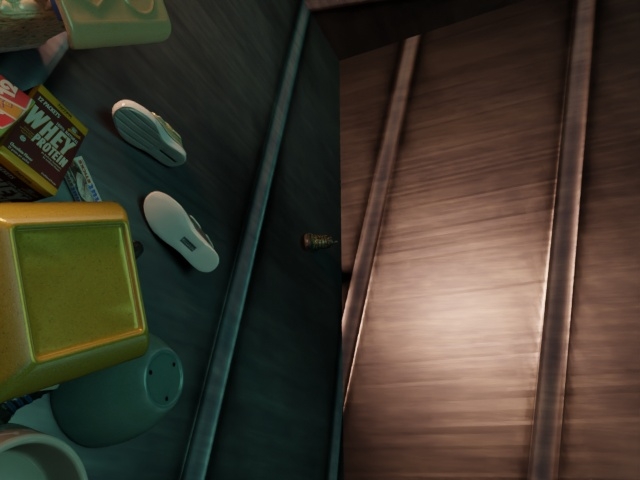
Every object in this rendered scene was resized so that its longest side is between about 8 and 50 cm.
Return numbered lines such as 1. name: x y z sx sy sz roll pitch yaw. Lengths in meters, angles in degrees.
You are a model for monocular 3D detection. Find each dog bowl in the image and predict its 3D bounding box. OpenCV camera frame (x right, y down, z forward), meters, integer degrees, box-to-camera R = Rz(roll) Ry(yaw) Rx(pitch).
1. dog bowl: -0.575 0.515 0.945 0.348 0.102 0.349 -11 90 -67

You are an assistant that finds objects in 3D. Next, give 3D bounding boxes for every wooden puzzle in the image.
1. wooden puzzle: -0.461 -0.570 1.041 0.322 0.080 0.348 -50 131 -60

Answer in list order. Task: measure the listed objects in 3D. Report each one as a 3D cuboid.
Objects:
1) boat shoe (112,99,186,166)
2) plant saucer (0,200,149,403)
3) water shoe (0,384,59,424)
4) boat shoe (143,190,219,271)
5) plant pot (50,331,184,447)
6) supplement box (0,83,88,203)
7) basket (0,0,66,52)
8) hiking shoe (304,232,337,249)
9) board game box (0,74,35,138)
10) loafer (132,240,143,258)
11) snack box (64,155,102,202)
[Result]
1. boat shoe: -0.499 -0.321 1.512 0.302 0.109 0.094 53 18 -63
2. plant saucer: -0.450 0.084 0.942 0.332 0.081 0.333 -9 87 -59
3. water shoe: -0.613 0.312 1.011 0.203 0.072 0.080 6 96 -62
4. boat shoe: -0.417 -0.035 1.569 0.301 0.108 0.102 50 2 -29
5. plant pot: -0.441 0.329 1.220 0.290 0.195 0.290 -11 90 -67
6. supplement box: -0.611 -0.179 1.037 0.129 0.194 0.191 54 34 -46
7. basket: -0.658 -0.560 1.008 0.331 0.266 0.328 -52 129 -59
8. hiking shoe: 0.000 0.000 2.503 0.227 0.114 0.086 -3 83 -67
9. board game box: -0.634 -0.282 0.868 0.259 0.039 0.124 38 45 -23
10. loafer: -0.529 0.029 1.293 0.223 0.076 0.078 -30 116 -62
11. snack box: -0.586 -0.117 1.293 0.064 0.022 0.178 -53 128 -62
